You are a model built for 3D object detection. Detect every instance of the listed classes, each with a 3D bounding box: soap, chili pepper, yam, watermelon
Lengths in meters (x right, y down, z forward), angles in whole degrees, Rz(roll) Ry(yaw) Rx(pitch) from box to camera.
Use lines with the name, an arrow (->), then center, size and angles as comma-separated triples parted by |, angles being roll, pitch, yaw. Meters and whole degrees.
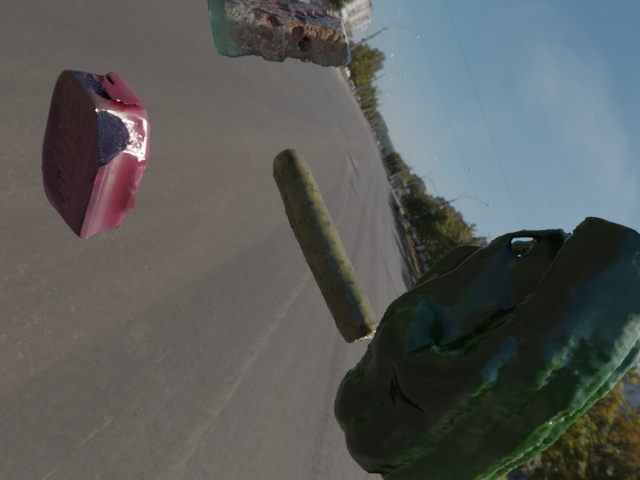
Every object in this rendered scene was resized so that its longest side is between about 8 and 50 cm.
soap -> -0.478, -0.187, 0.889 | 0.220, 0.325, 0.127 | 44, 28, 15
chili pepper -> 0.159, 0.118, 0.444 | 0.167, 0.385, 0.213 | 12, 30, -48
yam -> 0.000, 0.000, 0.731 | 0.372, 0.083, 0.083 | 66, 12, 24
watermelon -> -0.056, -0.370, 0.722 | 0.095, 0.240, 0.154 | 104, 5, -49
